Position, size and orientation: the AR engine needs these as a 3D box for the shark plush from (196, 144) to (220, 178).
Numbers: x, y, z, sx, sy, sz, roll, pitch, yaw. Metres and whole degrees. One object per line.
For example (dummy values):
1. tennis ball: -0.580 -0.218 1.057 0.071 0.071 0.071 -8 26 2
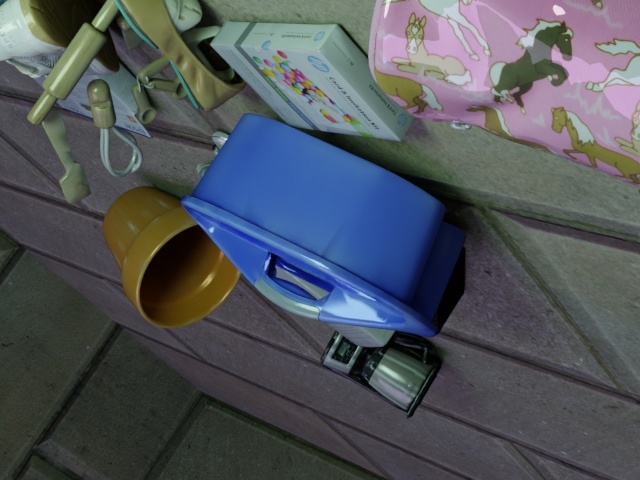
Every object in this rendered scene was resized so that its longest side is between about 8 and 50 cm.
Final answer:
1. shark plush: -0.102 -0.064 1.694 0.161 0.073 0.067 35 176 -23

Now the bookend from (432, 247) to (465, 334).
1. bookend: 0.101 0.032 1.597 0.157 0.072 0.156 29 163 17

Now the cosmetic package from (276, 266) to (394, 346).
1. cosmetic package: 0.008 0.062 1.849 0.231 0.085 0.117 35 164 -14

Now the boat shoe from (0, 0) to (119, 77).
1. boat shoe: -0.311 -0.230 1.415 0.277 0.096 0.098 0 -112 -79

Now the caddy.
1. caddy: 0.000 0.000 1.435 0.341 0.179 0.241 26 174 24

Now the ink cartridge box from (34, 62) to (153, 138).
1. ink cartridge box: -0.346 -0.241 1.693 0.223 0.045 0.224 20 161 39

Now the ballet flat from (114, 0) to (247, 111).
1. ballet flat: -0.147 -0.226 1.326 0.232 0.073 0.080 53 -161 -56

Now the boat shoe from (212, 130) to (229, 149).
1. boat shoe: -0.107 -0.106 1.653 0.100 0.035 0.035 37 164 -15

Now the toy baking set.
1. toy baking set: -0.232 -0.154 1.386 0.030 0.256 0.197 41 -176 34

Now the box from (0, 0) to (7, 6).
1. box: -0.527 -0.308 1.278 0.290 0.279 0.177 47 168 16

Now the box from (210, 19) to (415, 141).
1. box: -0.009 -0.166 1.279 0.186 0.038 0.145 13 155 49

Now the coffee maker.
1. coffee maker: 0.097 0.204 2.035 0.178 0.120 0.171 31 165 9

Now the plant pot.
1. plant pot: -0.259 0.009 2.040 0.188 0.205 0.205 40 172 39

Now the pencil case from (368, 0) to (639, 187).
1. pencil case: 0.226 -0.102 0.796 0.386 0.160 0.167 24 171 26
